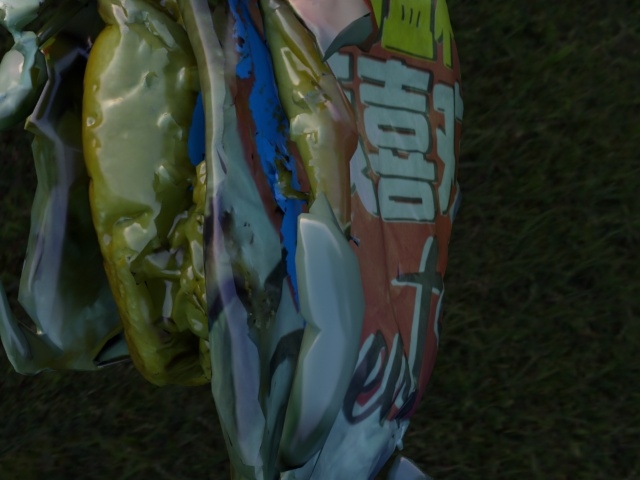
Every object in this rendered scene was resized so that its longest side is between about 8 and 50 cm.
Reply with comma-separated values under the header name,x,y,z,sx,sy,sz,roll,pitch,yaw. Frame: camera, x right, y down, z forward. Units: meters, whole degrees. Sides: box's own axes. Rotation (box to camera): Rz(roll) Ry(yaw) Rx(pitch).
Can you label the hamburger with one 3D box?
name,x,y,z,sx,sy,sz,roll,pitch,yaw
hamburger,-0.034,-0.028,0.435,0.150,0.260,0.276,1,64,14
